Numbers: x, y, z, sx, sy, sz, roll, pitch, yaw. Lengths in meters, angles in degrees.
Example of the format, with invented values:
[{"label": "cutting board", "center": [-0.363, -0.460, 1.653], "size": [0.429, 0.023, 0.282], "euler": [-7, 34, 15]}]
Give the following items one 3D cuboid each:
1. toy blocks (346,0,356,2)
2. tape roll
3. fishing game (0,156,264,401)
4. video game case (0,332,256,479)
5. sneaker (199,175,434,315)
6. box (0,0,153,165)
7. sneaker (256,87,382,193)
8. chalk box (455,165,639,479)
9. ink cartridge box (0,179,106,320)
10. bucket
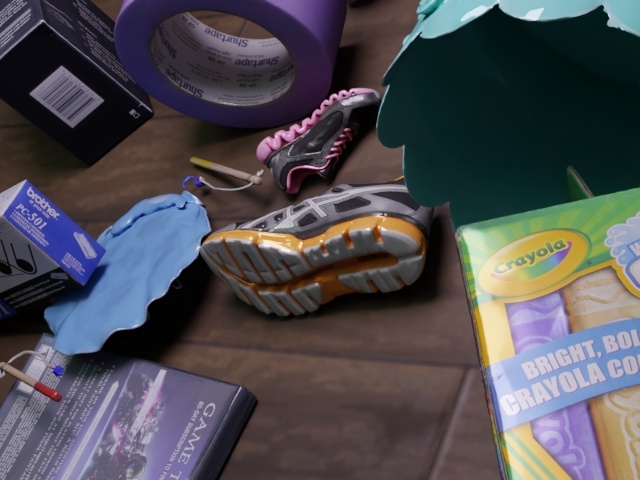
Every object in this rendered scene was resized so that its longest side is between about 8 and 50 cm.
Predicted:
[{"label": "toy blocks", "center": [-0.063, -0.354, 1.395], "size": [0.289, 0.260, 0.309], "euler": [4, 47, 7]}, {"label": "tape roll", "center": [-0.076, -0.184, 1.269], "size": [0.189, 0.189, 0.080], "euler": [-14, 51, 35]}, {"label": "fishing game", "center": [-0.164, 0.033, 1.283], "size": [0.264, 0.041, 0.189], "euler": [-50, 29, -17]}, {"label": "video game case", "center": [-0.190, 0.183, 1.203], "size": [0.274, 0.026, 0.196], "euler": [9, 65, 45]}, {"label": "sneaker", "center": [0.000, 0.000, 1.147], "size": [0.215, 0.084, 0.083], "euler": [-6, 42, 35]}, {"label": "box", "center": [-0.261, -0.183, 1.463], "size": [0.093, 0.156, 0.158], "euler": [-38, 40, 14]}, {"label": "sneaker", "center": [0.006, -0.080, 1.234], "size": [0.119, 0.047, 0.057], "euler": [-33, 64, 19]}, {"label": "chalk box", "center": [0.181, 0.086, 0.790], "size": [0.179, 0.180, 0.289], "euler": [-12, 49, 8]}, {"label": "ink cartridge box", "center": [-0.290, 0.018, 1.333], "size": [0.207, 0.097, 0.046], "euler": [-20, 34, 47]}, {"label": "bucket", "center": [0.190, -0.106, 0.912], "size": [0.281, 0.281, 0.183], "euler": [-5, 50, 40]}]
